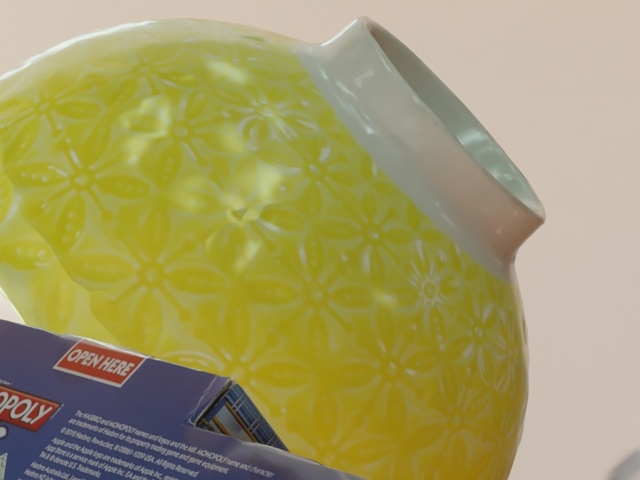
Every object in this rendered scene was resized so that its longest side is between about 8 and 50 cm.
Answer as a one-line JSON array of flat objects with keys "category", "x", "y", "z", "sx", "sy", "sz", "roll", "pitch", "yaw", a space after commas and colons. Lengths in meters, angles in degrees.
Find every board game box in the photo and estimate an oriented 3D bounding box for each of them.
[{"category": "board game box", "x": 0.009, "y": 0.117, "z": 0.464, "sx": 0.194, "sy": 0.194, "sz": 0.060, "roll": 10, "pitch": 52, "yaw": 49}]

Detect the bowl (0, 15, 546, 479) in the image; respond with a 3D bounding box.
[{"category": "bowl", "x": 0.000, "y": 0.000, "z": 0.826, "sx": 0.156, "sy": 0.289, "sz": 0.289, "roll": -42, "pitch": 4, "yaw": 12}]
